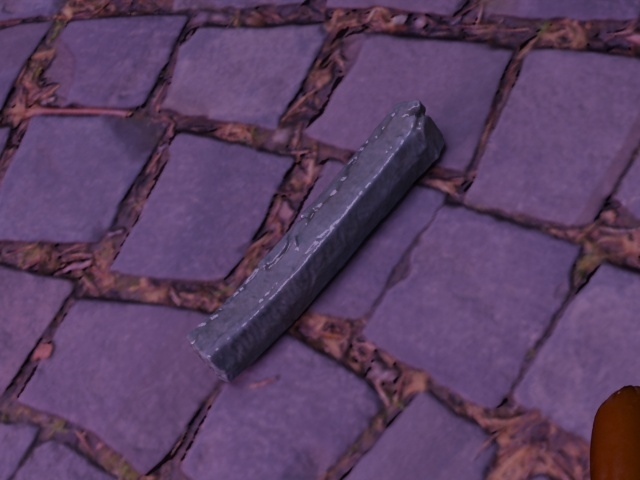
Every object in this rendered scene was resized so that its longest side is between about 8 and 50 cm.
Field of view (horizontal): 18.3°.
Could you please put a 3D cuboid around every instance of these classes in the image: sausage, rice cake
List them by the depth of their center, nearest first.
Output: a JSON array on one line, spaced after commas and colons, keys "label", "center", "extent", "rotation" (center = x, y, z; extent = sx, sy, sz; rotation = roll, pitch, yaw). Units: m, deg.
[{"label": "sausage", "center": [0.193, 0.157, 1.204], "extent": [0.062, 0.054, 0.183], "rotation": [-8, 51, 19]}, {"label": "rice cake", "center": [0.000, 0.000, 1.424], "extent": [0.245, 0.045, 0.042], "rotation": [-49, 47, -10]}]
